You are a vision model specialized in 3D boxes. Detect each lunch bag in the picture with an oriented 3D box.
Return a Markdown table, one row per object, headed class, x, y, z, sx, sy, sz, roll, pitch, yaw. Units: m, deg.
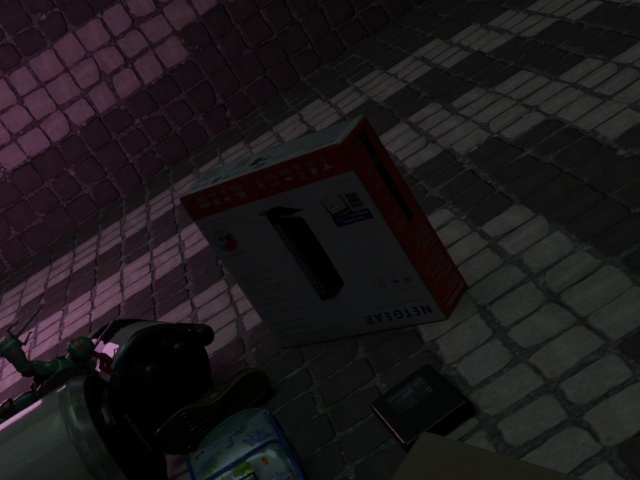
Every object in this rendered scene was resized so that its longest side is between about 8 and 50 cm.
| class | x | y | z | sx | sy | sz | roll | pitch | yaw |
| --- | --- | --- | --- | --- | --- | --- | --- | --- | --- |
| lunch bag | -0.083 | 0.296 | 1.315 | 0.129 | 0.096 | 0.151 | -31 | 33 | -2 |

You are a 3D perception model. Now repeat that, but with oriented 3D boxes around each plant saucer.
| class | x | y | z | sx | sy | sz | roll | pitch | yaw |
| --- | --- | --- | --- | --- | --- | --- | --- | --- | --- |
| plant saucer | -0.120 | 0.282 | 1.505 | 0.119 | 0.021 | 0.119 | -29 | 19 | 11 |

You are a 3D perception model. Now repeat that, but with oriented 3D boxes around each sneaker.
| class | x | y | z | sx | sy | sz | roll | pitch | yaw |
| --- | --- | --- | --- | --- | --- | --- | --- | --- | --- |
| sneaker | -0.157 | 0.254 | 1.597 | 0.188 | 0.066 | 0.071 | -31 | 2 | -9 |

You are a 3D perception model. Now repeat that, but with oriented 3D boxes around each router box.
| class | x | y | z | sx | sy | sz | roll | pitch | yaw |
| --- | --- | --- | --- | --- | --- | --- | --- | --- | --- |
| router box | 0.000 | 0.000 | 1.578 | 0.335 | 0.301 | 0.082 | -16 | 25 | 42 |

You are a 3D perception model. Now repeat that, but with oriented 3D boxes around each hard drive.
| class | x | y | z | sx | sy | sz | roll | pitch | yaw |
| --- | --- | --- | --- | --- | --- | --- | --- | --- | --- |
| hard drive | 0.122 | 0.204 | 1.309 | 0.094 | 0.022 | 0.135 | -35 | 19 | -6 |

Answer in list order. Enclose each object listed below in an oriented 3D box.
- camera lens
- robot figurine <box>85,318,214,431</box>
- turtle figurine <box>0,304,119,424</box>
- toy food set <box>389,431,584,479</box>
| class | x | y | z | sx | sy | sz | roll | pitch | yaw |
| --- | --- | --- | --- | --- | --- | --- | --- | --- | --- |
| camera lens | -0.361 | 0.331 | 1.463 | 0.274 | 0.219 | 0.219 | -32 | 19 | 2 |
| robot figurine | -0.281 | 0.213 | 1.713 | 0.209 | 0.173 | 0.278 | 7 | -5 | -34 |
| turtle figurine | -0.396 | 0.198 | 1.564 | 0.234 | 0.175 | 0.118 | -50 | 45 | 5 |
| toy food set | 0.129 | 0.306 | 0.978 | 0.219 | 0.092 | 0.306 | -53 | 23 | -18 |
